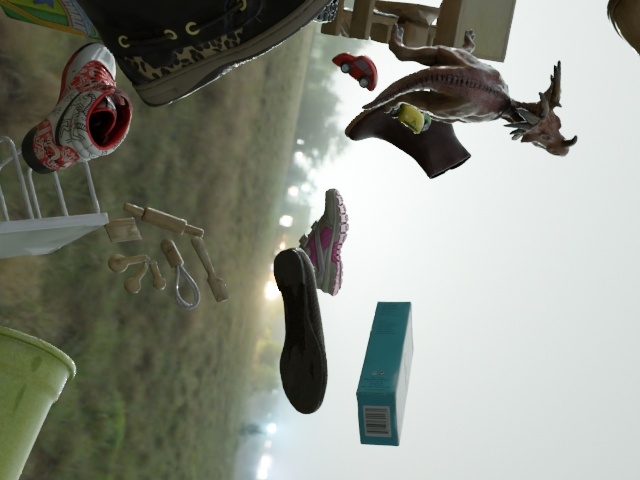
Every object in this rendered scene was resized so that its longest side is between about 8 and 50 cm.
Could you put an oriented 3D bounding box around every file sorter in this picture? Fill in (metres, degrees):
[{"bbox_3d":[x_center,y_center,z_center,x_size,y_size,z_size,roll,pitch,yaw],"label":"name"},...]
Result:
[{"bbox_3d":[-0.539,-0.069,1.395,0.278,0.193,0.173,-9,80,-51],"label":"file sorter"}]

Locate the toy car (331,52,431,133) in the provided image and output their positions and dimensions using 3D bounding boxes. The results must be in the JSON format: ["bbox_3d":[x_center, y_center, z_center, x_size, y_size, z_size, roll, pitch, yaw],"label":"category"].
[{"bbox_3d":[0.152,-0.268,1.590,0.053,0.239,0.225,-51,149,15],"label":"toy car"}]

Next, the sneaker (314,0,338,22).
[{"bbox_3d":[-0.080,-0.446,1.478,0.343,0.146,0.134,-26,118,-53],"label":"sneaker"}]

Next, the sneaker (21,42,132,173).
[{"bbox_3d":[-0.333,-0.214,1.272,0.090,0.145,0.270,54,38,-37],"label":"sneaker"}]

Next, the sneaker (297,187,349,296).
[{"bbox_3d":[0.000,0.000,1.957,0.103,0.111,0.252,27,70,-76],"label":"sneaker"}]

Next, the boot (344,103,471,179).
[{"bbox_3d":[0.203,-0.230,1.945,0.207,0.248,0.090,62,-16,19],"label":"boot"}]

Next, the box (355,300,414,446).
[{"bbox_3d":[0.104,0.200,1.309,0.244,0.060,0.100,-69,156,-60],"label":"box"}]

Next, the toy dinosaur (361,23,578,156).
[{"bbox_3d":[0.198,-0.188,1.061,0.200,0.296,0.127,33,-64,39],"label":"toy dinosaur"}]

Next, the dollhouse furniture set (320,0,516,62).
[{"bbox_3d":[0.263,-0.571,1.957,0.394,0.362,0.256,29,-66,55],"label":"dollhouse furniture set"}]

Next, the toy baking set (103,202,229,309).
[{"bbox_3d":[-0.292,0.033,1.593,0.030,0.256,0.196,-45,-144,47],"label":"toy baking set"}]

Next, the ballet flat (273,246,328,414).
[{"bbox_3d":[-0.024,0.134,1.267,0.058,0.084,0.250,4,75,-58],"label":"ballet flat"}]

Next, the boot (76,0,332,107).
[{"bbox_3d":[-0.156,-0.342,0.967,0.377,0.284,0.138,-23,-144,31],"label":"boot"}]

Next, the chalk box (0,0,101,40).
[{"bbox_3d":[-0.402,-0.466,1.412,0.180,0.289,0.179,76,35,-58],"label":"chalk box"}]

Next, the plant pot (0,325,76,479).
[{"bbox_3d":[-0.545,0.289,1.288,0.276,0.276,0.254,103,-5,-59],"label":"plant pot"}]

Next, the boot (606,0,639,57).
[{"bbox_3d":[0.534,-0.228,1.205,0.089,0.236,0.269,-38,-137,26],"label":"boot"}]
